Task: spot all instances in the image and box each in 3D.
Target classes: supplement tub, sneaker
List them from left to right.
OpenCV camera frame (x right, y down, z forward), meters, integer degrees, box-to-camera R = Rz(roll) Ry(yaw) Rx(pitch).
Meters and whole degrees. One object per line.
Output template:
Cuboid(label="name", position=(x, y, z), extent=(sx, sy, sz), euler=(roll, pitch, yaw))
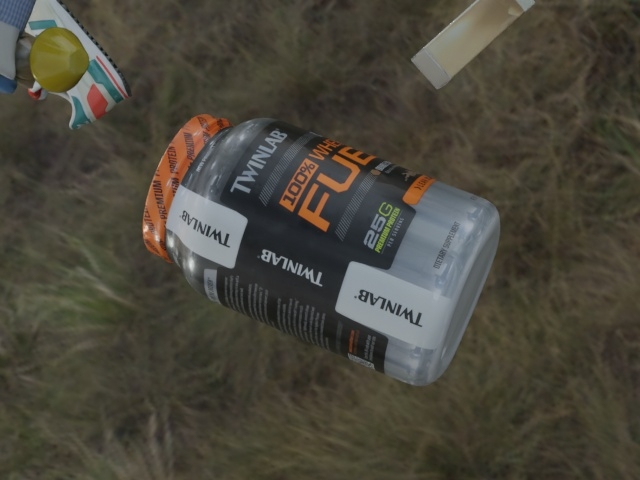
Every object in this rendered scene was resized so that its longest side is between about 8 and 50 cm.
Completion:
Cuboid(label="sneaker", position=(-0.243, -0.169, 1.111), extent=(0.075, 0.057, 0.161), euler=(-41, 85, -4))
Cuboid(label="supplement tub", position=(0.000, 0.000, 1.306), extent=(0.338, 0.207, 0.207), euler=(22, 84, 13))

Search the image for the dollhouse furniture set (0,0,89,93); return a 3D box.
Cuboid(label="dollhouse furniture set", position=(-0.204, -0.263, 0.746), extent=(0.198, 0.303, 0.286), euler=(10, 78, 43))

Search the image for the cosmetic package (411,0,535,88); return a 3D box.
Cuboid(label="cosmetic package", position=(0.146, -0.201, 1.207), extent=(0.115, 0.041, 0.060), euler=(-42, 4, -8))
